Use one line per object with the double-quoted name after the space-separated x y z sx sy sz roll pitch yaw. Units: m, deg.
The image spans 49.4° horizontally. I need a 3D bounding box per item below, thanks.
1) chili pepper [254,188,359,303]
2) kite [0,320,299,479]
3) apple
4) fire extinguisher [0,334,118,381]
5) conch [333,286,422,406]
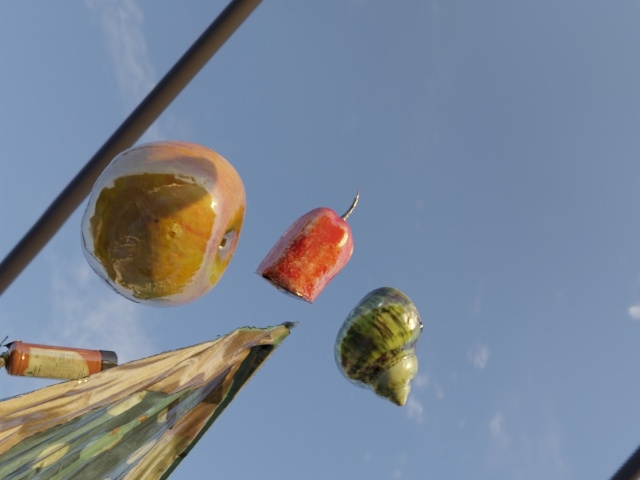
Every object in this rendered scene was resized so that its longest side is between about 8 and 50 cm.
0.000 0.000 0.927 0.086 0.192 0.084 49 -24 -23 "chili pepper"
-0.163 0.140 0.338 0.369 0.406 0.014 -34 -113 -14 "kite"
-0.166 -0.019 0.727 0.155 0.182 0.182 24 -66 7 "apple"
-0.369 0.163 0.948 0.177 0.050 0.062 14 -66 -33 "fire extinguisher"
0.111 0.199 1.257 0.181 0.124 0.187 46 -57 -3 "conch"
